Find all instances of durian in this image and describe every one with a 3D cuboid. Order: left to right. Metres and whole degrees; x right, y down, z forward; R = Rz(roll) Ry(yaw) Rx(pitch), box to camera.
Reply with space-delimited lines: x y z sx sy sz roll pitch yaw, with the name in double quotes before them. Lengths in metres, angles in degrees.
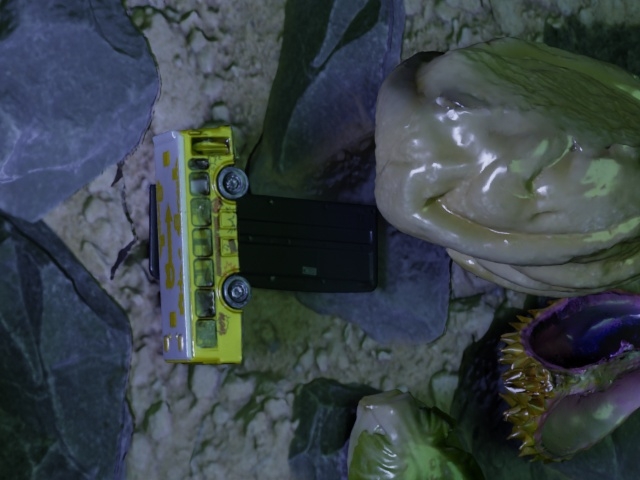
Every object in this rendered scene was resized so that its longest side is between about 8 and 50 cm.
"durian" 0.288 0.154 1.937 0.260 0.154 0.186 0 105 -38

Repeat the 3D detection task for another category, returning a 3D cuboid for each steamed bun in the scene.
"steamed bun" 0.220 -0.070 1.834 0.325 0.230 0.372 34 26 14

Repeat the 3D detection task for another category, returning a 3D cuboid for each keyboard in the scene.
"keyboard" -0.006 0.001 1.804 0.381 0.041 0.103 4 82 -29

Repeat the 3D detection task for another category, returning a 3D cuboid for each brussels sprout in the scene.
"brussels sprout" 0.096 0.243 1.808 0.139 0.100 0.181 -25 110 -16

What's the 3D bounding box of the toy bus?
"toy bus" -0.113 0.006 1.678 0.074 0.081 0.226 -1 88 -24
